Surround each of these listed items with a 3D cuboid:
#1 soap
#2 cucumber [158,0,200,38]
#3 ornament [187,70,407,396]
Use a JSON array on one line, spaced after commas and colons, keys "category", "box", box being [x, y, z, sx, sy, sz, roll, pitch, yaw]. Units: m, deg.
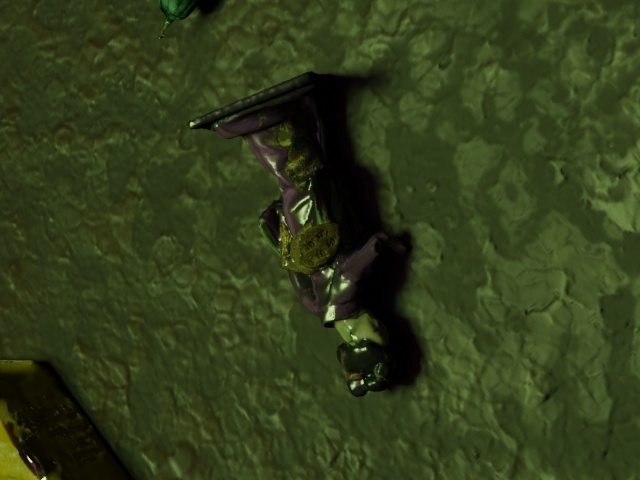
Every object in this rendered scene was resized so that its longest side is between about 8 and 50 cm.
[{"category": "soap", "box": [-0.255, 0.167, 1.285, 0.258, 0.080, 0.160, -2, 93, 35]}, {"category": "cucumber", "box": [-0.078, -0.211, 1.163, 0.039, 0.039, 0.167, 16, 100, 33]}, {"category": "ornament", "box": [0.007, -0.006, 1.104, 0.081, 0.088, 0.203, -29, 89, 8]}]
